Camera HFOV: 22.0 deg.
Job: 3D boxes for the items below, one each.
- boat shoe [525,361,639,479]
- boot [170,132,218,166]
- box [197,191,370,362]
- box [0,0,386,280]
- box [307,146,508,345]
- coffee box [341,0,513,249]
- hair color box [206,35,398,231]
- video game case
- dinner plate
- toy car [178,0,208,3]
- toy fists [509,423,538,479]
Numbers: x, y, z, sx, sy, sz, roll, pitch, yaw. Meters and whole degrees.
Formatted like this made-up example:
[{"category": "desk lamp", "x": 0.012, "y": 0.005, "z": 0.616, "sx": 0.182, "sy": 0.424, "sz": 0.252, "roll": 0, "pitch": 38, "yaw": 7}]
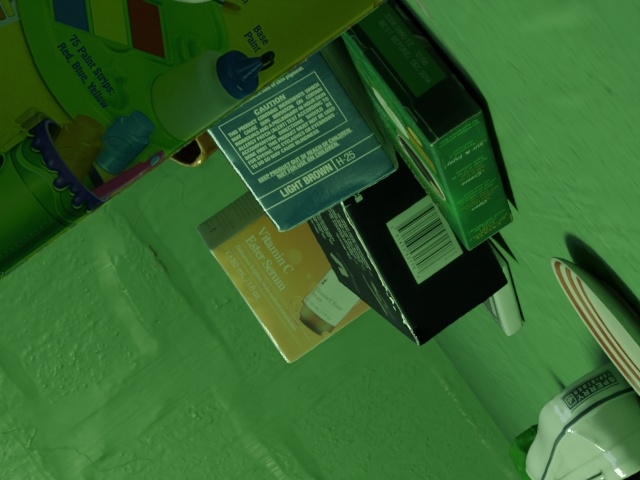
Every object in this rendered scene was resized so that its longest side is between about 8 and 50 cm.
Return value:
[{"category": "boat shoe", "x": 0.206, "y": 0.166, "z": 1.200, "sx": 0.084, "sy": 0.095, "sz": 0.258, "roll": 58, "pitch": -179, "yaw": 21}, {"category": "boot", "x": -0.143, "y": -0.206, "z": 1.338, "sx": 0.295, "sy": 0.211, "sz": 0.104, "roll": 46, "pitch": 135, "yaw": 4}, {"category": "box", "x": 0.000, "y": 0.000, "z": 1.452, "sx": 0.130, "sy": 0.170, "sz": 0.091, "roll": 55, "pitch": 179, "yaw": -18}, {"category": "box", "x": -0.136, "y": -0.175, "z": 0.672, "sx": 0.290, "sy": 0.279, "sz": 0.177, "roll": 55, "pitch": 177, "yaw": -18}, {"category": "box", "x": 0.048, "y": -0.025, "z": 1.299, "sx": 0.156, "sy": 0.093, "sz": 0.158, "roll": 61, "pitch": 168, "yaw": -28}, {"category": "coffee box", "x": 0.069, "y": -0.074, "z": 1.050, "sx": 0.113, "sy": 0.040, "sz": 0.184, "roll": 55, "pitch": 179, "yaw": 25}, {"category": "hair color box", "x": -0.081, "y": -0.191, "z": 1.147, "sx": 0.347, "sy": 0.105, "sz": 0.174, "roll": 55, "pitch": -168, "yaw": -30}, {"category": "video game case", "x": 0.113, "y": -0.010, "z": 1.445, "sx": 0.173, "sy": 0.022, "sz": 0.190, "roll": 54, "pitch": 178, "yaw": 21}, {"category": "dinner plate", "x": 0.187, "y": 0.063, "z": 0.994, "sx": 0.141, "sy": 0.017, "sz": 0.141, "roll": 55, "pitch": 178, "yaw": 3}, {"category": "toy car", "x": 0.008, "y": -0.130, "z": 0.396, "sx": 0.136, "sy": 0.159, "sz": 0.182, "roll": 19, "pitch": -179, "yaw": -6}, {"category": "toy fists", "x": 0.279, "y": 0.283, "z": 1.575, "sx": 0.279, "sy": 0.096, "sz": 0.142, "roll": 54, "pitch": -171, "yaw": -46}]
